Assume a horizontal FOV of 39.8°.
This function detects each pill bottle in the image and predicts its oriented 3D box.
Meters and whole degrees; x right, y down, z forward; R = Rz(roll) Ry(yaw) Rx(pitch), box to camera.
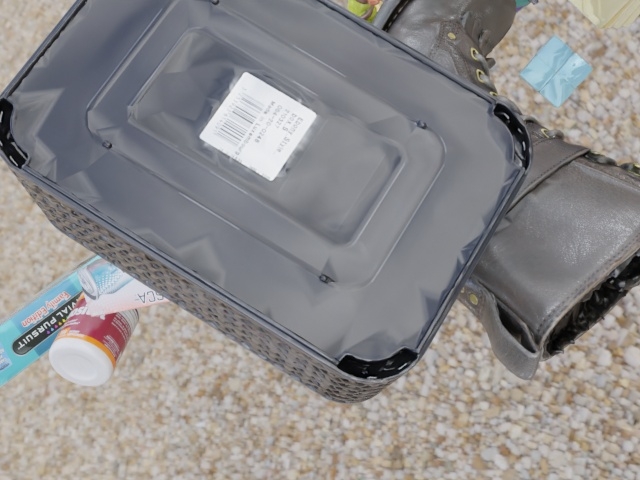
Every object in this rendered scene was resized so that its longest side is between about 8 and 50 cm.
[{"bbox_3d":[-0.291,0.111,1.172,0.086,0.086,0.152,-23,31,31],"label":"pill bottle"}]

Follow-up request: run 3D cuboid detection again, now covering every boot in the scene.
[{"bbox_3d":[0.105,-0.052,0.499,0.229,0.091,0.263,30,55,29],"label":"boot"}]

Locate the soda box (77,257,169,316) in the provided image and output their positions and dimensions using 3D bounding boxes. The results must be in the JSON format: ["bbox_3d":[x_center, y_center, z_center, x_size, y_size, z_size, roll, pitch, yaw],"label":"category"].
[{"bbox_3d":[-0.191,0.040,1.056,0.183,0.058,0.063,-12,101,14],"label":"soda box"}]

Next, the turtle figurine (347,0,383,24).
[{"bbox_3d":[0.060,-0.198,0.904,0.087,0.269,0.217,-18,83,8],"label":"turtle figurine"}]

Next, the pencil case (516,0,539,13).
[{"bbox_3d":[0.154,-0.231,0.951,0.151,0.070,0.064,-40,60,18],"label":"pencil case"}]

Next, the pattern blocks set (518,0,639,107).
[{"bbox_3d":[0.248,-0.285,0.724,0.325,0.026,0.285,-39,97,14],"label":"pattern blocks set"}]

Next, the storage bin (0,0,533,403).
[{"bbox_3d":[-0.022,-0.028,0.362,0.180,0.084,0.122,32,75,4],"label":"storage bin"}]

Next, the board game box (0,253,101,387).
[{"bbox_3d":[-0.467,0.137,1.469,0.336,0.079,0.253,-39,11,-27],"label":"board game box"}]
